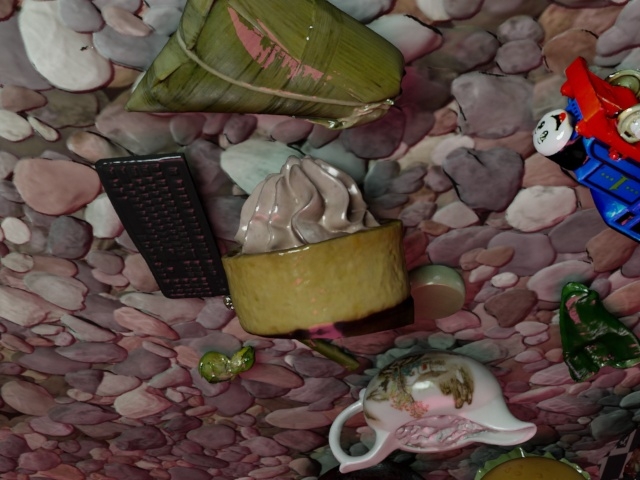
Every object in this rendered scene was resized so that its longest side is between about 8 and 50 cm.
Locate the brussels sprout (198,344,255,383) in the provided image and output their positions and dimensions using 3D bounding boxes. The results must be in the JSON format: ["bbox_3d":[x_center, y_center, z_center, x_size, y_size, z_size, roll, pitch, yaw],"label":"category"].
[{"bbox_3d":[-0.131,0.179,1.022,0.083,0.046,0.051,-10,145,9],"label":"brussels sprout"}]

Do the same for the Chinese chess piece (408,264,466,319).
[{"bbox_3d":[0.143,0.066,0.906,0.084,0.034,0.084,1,139,1],"label":"Chinese chess piece"}]

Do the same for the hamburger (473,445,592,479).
[{"bbox_3d":[0.377,0.508,1.252,0.274,0.274,0.212,-18,144,18],"label":"hamburger"}]

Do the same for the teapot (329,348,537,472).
[{"bbox_3d":[0.156,0.254,1.048,0.298,0.139,0.204,-17,140,17],"label":"teapot"}]

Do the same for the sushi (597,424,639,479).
[{"bbox_3d":[0.525,0.360,1.171,0.220,0.047,0.231,-31,122,-17],"label":"sushi"}]

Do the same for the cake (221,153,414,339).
[{"bbox_3d":[0.000,0.000,0.740,0.208,0.178,0.185,-3,-177,-22],"label":"cake"}]

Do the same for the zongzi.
[{"bbox_3d":[-0.046,-0.130,0.627,0.205,0.094,0.204,23,138,-27],"label":"zongzi"}]

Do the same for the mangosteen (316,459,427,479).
[{"bbox_3d":[0.097,0.531,1.289,0.300,0.300,0.300,-1,140,-1],"label":"mangosteen"}]

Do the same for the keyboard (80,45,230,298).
[{"bbox_3d":[-0.171,-0.039,0.767,0.104,0.041,0.381,-5,140,3],"label":"keyboard"}]

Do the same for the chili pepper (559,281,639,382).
[{"bbox_3d":[0.372,0.124,0.963,0.108,0.062,0.216,-23,135,15],"label":"chili pepper"}]

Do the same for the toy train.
[{"bbox_3d":[0.301,-0.081,0.695,0.204,0.082,0.131,23,134,-23],"label":"toy train"}]

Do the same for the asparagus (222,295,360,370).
[{"bbox_3d":[-0.034,0.129,0.984,0.248,0.025,0.024,33,172,-34],"label":"asparagus"}]
